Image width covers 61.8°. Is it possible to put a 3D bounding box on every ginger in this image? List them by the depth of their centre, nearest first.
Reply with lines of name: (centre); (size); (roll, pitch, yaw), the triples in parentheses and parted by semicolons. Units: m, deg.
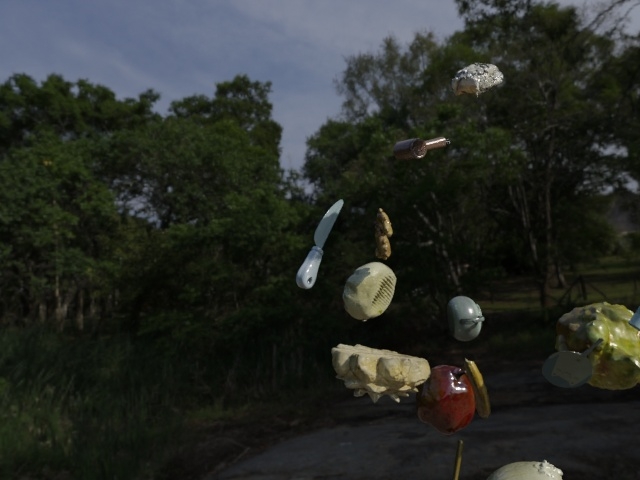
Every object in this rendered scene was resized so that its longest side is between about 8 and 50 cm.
ginger: (0.235, -0.025, 1.977); (0.053, 0.176, 0.193); (-4, -12, -11)

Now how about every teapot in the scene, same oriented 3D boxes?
teapot: (0.619, 0.332, 2.285); (0.130, 0.193, 0.294); (-8, -4, 0)

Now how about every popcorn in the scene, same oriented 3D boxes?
popcorn: (0.933, 0.343, 1.748); (0.279, 0.274, 0.335); (-37, 0, -29)

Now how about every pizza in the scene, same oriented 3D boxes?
pizza: (0.590, 0.547, 2.035); (0.058, 0.292, 0.197); (-22, 20, 0)

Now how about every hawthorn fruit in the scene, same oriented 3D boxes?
hawthorn fruit: (0.433, 0.517, 1.802); (0.208, 0.248, 0.208); (15, 27, -8)

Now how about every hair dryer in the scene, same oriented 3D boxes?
hair dryer: (0.330, -0.296, 1.691); (0.182, 0.064, 0.117); (-14, 9, -20)

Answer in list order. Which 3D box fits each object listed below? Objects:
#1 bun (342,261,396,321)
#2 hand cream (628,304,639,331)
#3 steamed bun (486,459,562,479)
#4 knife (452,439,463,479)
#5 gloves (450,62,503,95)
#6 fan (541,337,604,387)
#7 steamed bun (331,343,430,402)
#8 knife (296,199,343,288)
bun: (0.187, 0.195, 2.169); (0.160, 0.259, 0.259); (24, 7, 31)
hand cream: (0.760, 0.129, 1.189); (0.076, 0.174, 0.047); (39, 8, 22)
steamed bun: (0.708, 0.903, 1.852); (0.312, 0.333, 0.233); (-15, 19, 17)
knife: (0.353, 0.661, 1.418); (0.022, 0.256, 0.046); (14, -13, -4)
gloves: (0.432, -0.445, 1.457); (0.114, 0.070, 0.153); (16, 38, 41)
fan: (0.605, 0.287, 1.264); (0.113, 0.175, 0.005); (30, 33, -1)
steamed bun: (0.165, 0.373, 1.494); (0.292, 0.137, 0.295); (10, -8, -30)
knife: (-0.001, 0.000, 1.726); (0.044, 0.331, 0.080); (10, -20, 37)
